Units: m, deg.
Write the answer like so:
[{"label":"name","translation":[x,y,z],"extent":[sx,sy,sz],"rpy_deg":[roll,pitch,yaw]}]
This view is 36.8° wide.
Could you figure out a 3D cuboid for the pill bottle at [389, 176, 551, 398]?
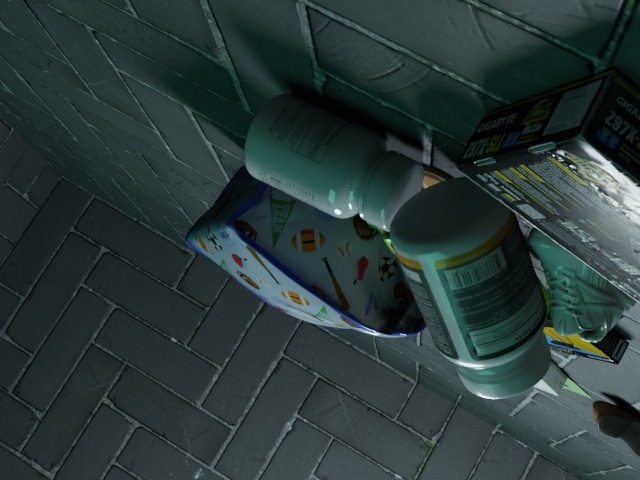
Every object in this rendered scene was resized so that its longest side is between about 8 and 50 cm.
[{"label":"pill bottle","translation":[0.209,0.067,1.282],"extent":[0.162,0.162,0.278],"rpy_deg":[19,142,50]}]

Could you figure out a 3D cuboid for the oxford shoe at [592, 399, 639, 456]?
[{"label":"oxford shoe","translation":[0.659,0.393,2.027],"extent":[0.212,0.076,0.076],"rpy_deg":[33,-161,-20]}]

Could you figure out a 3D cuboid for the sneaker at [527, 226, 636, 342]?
[{"label":"sneaker","translation":[0.335,0.065,1.258],"extent":[0.232,0.115,0.090],"rpy_deg":[39,166,-36]}]

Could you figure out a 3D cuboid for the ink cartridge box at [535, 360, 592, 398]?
[{"label":"ink cartridge box","translation":[0.463,0.291,2.098],"extent":[0.171,0.056,0.235],"rpy_deg":[18,160,50]}]

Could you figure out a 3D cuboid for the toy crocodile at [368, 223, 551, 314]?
[{"label":"toy crocodile","translation":[0.202,0.026,1.481],"extent":[0.340,0.105,0.115],"rpy_deg":[27,168,24]}]

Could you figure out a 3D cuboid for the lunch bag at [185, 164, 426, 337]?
[{"label":"lunch bag","translation":[-0.003,0.026,1.719],"extent":[0.385,0.239,0.328],"rpy_deg":[41,166,-12]}]

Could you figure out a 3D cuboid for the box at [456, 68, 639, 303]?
[{"label":"box","translation":[0.326,-0.027,0.977],"extent":[0.322,0.079,0.257],"rpy_deg":[34,167,-12]}]

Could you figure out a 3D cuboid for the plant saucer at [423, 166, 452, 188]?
[{"label":"plant saucer","translation":[0.169,-0.076,1.359],"extent":[0.083,0.013,0.083],"rpy_deg":[30,169,7]}]

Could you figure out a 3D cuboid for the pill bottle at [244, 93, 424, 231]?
[{"label":"pill bottle","translation":[0.020,-0.104,1.325],"extent":[0.229,0.131,0.131],"rpy_deg":[27,168,25]}]

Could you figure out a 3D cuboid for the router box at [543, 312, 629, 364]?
[{"label":"router box","translation":[0.406,0.145,1.609],"extent":[0.133,0.046,0.179],"rpy_deg":[36,169,-19]}]
